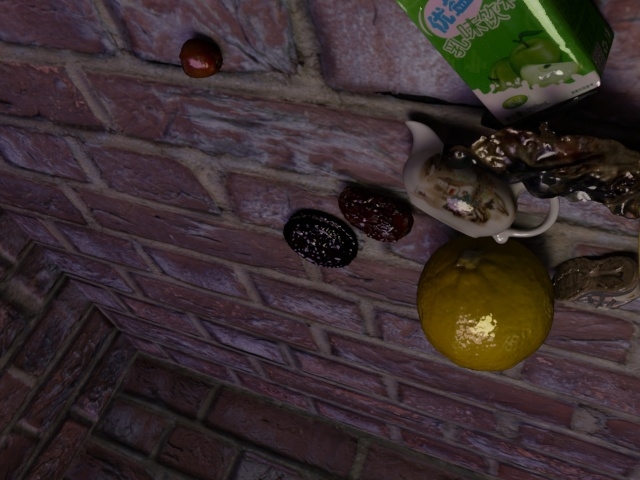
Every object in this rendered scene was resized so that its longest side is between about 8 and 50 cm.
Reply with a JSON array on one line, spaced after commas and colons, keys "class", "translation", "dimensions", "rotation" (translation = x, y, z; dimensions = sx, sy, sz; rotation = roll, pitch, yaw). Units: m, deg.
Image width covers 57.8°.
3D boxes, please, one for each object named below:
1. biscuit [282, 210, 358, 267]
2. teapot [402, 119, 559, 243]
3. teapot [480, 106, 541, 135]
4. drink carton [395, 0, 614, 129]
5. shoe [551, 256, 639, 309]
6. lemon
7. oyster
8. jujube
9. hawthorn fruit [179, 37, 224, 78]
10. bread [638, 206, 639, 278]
[{"class": "biscuit", "translation": [0.000, 0.000, 1.417], "dimensions": [0.194, 0.053, 0.194], "rotation": [19, 149, 12]}, {"class": "teapot", "translation": [0.252, -0.089, 0.990], "dimensions": [0.298, 0.139, 0.204], "rotation": [29, -172, 4]}, {"class": "teapot", "translation": [0.311, -0.183, 0.913], "dimensions": [0.110, 0.043, 0.043], "rotation": [21, 150, 1]}, {"class": "drink carton", "translation": [0.238, -0.285, 0.738], "dimensions": [0.271, 0.108, 0.161], "rotation": [40, 147, -23]}, {"class": "shoe", "translation": [0.540, 0.086, 1.118], "dimensions": [0.092, 0.089, 0.180], "rotation": [28, 155, -27]}, {"class": "lemon", "translation": [0.324, 0.121, 1.149], "dimensions": [0.293, 0.293, 0.293], "rotation": [19, 149, 12]}, {"class": "oyster", "translation": [0.367, -0.100, 0.859], "dimensions": [0.361, 0.096, 0.221], "rotation": [8, -171, -22]}, {"class": "jujube", "translation": [0.113, -0.053, 1.218], "dimensions": [0.166, 0.104, 0.104], "rotation": [27, 153, 24]}, {"class": "hawthorn fruit", "translation": [-0.217, -0.331, 1.056], "dimensions": [0.077, 0.077, 0.077], "rotation": [19, 149, 12]}, {"class": "bread", "translation": [0.649, -0.016, 0.925], "dimensions": [0.240, 0.135, 0.178], "rotation": [2, 109, 37]}]
